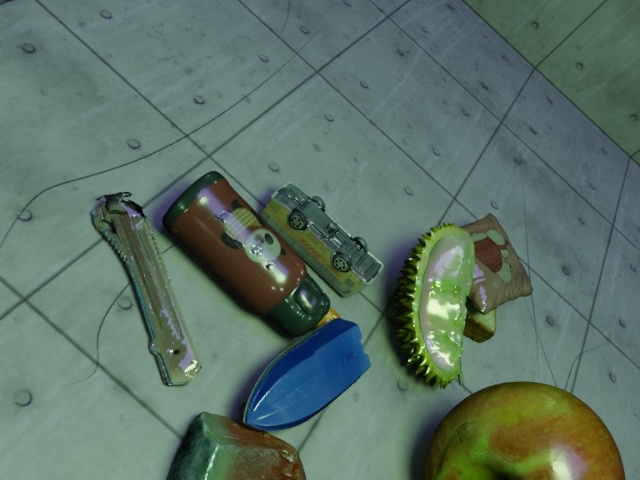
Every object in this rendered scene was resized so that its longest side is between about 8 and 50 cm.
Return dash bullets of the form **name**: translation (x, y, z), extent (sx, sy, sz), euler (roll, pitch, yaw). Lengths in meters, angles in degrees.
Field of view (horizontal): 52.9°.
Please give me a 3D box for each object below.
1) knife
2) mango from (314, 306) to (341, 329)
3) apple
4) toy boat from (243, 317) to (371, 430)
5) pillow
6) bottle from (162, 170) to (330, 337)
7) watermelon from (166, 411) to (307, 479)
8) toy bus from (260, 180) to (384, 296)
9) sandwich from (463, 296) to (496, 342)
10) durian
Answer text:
- **knife**: translation (-0.296, 0.080, 1.102), extent (0.089, 0.043, 0.365), euler (-23, 74, -9)
- **mango**: translation (0.005, 0.152, 1.254), extent (0.089, 0.046, 0.060), euler (42, 45, 1)
- **apple**: translation (0.358, 0.417, 1.119), extent (0.340, 0.339, 0.339), euler (19, 50, -24)
- **toy boat**: translation (-0.032, 0.241, 1.112), extent (0.295, 0.088, 0.129), euler (-26, 100, -50)
- **pillow**: translation (0.376, 0.048, 1.472), extent (0.236, 0.084, 0.223), euler (-15, 68, -41)
- **bottle**: translation (-0.125, 0.035, 1.185), extent (0.336, 0.144, 0.144), euler (45, 45, -3)
- **watermelon**: translation (-0.097, 0.375, 0.989), extent (0.257, 0.140, 0.193), euler (27, 55, -27)
- **toy bus**: translation (0.000, 0.000, 1.320), extent (0.268, 0.106, 0.092), euler (43, 45, 2)
- **sandwich**: translation (0.339, 0.112, 1.507), extent (0.186, 0.065, 0.214), euler (30, 47, -13)
- **durian**: translation (0.237, 0.124, 1.321), extent (0.169, 0.158, 0.351), euler (7, 75, 2)
